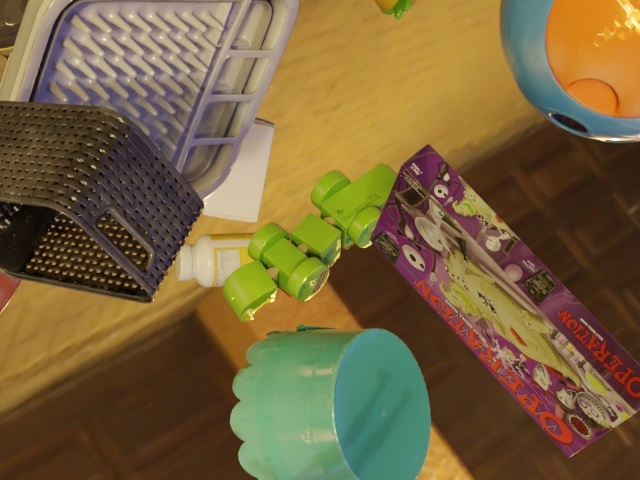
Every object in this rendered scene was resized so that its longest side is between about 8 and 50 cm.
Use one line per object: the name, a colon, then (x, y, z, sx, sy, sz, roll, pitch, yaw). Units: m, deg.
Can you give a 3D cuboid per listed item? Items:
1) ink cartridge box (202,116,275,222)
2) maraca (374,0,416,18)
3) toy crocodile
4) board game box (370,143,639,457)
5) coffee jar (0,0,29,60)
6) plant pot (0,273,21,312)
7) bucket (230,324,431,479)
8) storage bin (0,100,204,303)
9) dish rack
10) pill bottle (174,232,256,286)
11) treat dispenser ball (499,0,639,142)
ink cartridge box: (-0.152, -0.116, 1.824, 0.092, 0.159, 0.218, 10, -178, -17)
maraca: (0.161, -0.515, 2.381, 0.127, 0.099, 0.186, -66, -157, 19)
toy crocodile: (0.000, 0.000, 1.749, 0.340, 0.115, 0.105, -40, 154, -23)
board game box: (0.198, 0.073, 1.283, 0.056, 0.347, 0.208, -38, 166, -16)
coffee jar: (-0.343, -0.234, 1.474, 0.079, 0.184, 0.096, -4, -129, 29)
plant pot: (-0.548, -0.002, 1.558, 0.272, 0.265, 0.272, -33, -146, 27)
bucket: (0.023, 0.257, 1.715, 0.183, 0.281, 0.281, -11, -172, 37)
storage bin: (-0.190, -0.030, 0.841, 0.122, 0.180, 0.084, 52, 55, -45)
dish rack: (-0.187, -0.151, 1.168, 0.332, 0.072, 0.286, -14, 139, -50)
pill bottle: (-0.187, 0.038, 2.274, 0.184, 0.103, 0.103, -2, 159, -17)
treat dispenser ball: (0.352, -0.258, 1.364, 0.288, 0.288, 0.288, -35, 171, -6)
